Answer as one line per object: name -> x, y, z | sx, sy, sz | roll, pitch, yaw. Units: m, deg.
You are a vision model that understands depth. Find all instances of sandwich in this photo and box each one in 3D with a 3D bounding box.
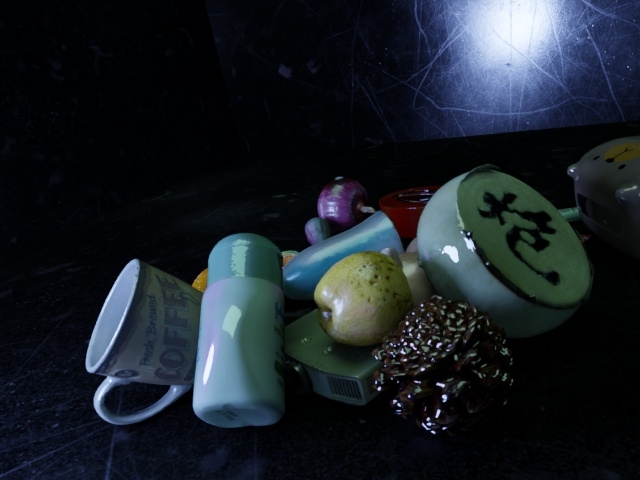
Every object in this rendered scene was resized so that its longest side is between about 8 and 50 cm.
sandwich -> -0.087, 0.065, 1.584 | 0.101, 0.069, 0.026 | -9, -25, 0

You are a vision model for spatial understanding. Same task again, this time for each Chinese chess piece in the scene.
Chinese chess piece -> 0.362, 0.018, 1.029 | 0.349, 0.349, 0.146 | -30, -14, -42

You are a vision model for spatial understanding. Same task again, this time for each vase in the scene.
vase -> 0.000, 0.000, 1.684 | 0.086, 0.086, 0.214 | -12, 24, -1

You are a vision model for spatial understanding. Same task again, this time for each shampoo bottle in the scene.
shampoo bottle -> 0.723, -0.074, 1.516 | 0.191, 0.041, 0.069 | -9, 14, 6
shampoo bottle -> -0.139, 0.146, 0.949 | 0.152, 0.221, 0.349 | -7, 58, 6

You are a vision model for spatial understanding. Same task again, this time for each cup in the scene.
cup -> -0.309, 0.222, 1.030 | 0.257, 0.300, 0.227 | 27, -15, -25

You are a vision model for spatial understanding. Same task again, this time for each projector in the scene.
projector -> 0.026, 0.225, 1.005 | 0.194, 0.088, 0.270 | -25, 23, -34

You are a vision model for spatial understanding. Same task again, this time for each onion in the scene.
onion -> 0.078, -0.135, 1.870 | 0.208, 0.200, 0.201 | -26, 23, -21

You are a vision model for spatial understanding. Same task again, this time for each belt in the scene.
belt -> 0.346, -0.094, 1.692 | 0.324, 0.115, 0.227 | 1, 25, 38

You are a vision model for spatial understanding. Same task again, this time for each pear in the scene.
pear -> 0.074, 0.107, 0.933 | 0.178, 0.177, 0.178 | -10, 19, 4

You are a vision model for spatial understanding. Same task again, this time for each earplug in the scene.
earplug -> 0.042, 0.061, 1.364 | 0.324, 0.184, 0.185 | -20, 20, -7

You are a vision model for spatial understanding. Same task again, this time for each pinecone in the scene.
pinecone -> 0.198, 0.201, 0.811 | 0.222, 0.221, 0.221 | -10, 19, 4

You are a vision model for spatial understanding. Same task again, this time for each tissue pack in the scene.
tissue pack -> 0.771, -0.099, 1.215 | 0.277, 0.267, 0.387 | -12, 20, 6

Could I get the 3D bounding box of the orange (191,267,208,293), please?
orange -> -0.224, 0.148, 1.239 | 0.161, 0.193, 0.193 | -39, 23, -5

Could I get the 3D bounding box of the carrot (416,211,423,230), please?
carrot -> 0.416, -0.054, 1.394 | 0.332, 0.214, 0.193 | -9, 17, 18

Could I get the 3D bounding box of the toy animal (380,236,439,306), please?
toy animal -> 0.220, 0.083, 1.147 | 0.256, 0.195, 0.213 | -34, -8, -34

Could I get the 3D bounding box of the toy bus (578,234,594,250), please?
toy bus -> 0.649, 0.017, 1.320 | 0.110, 0.031, 0.043 | -24, 16, -31
